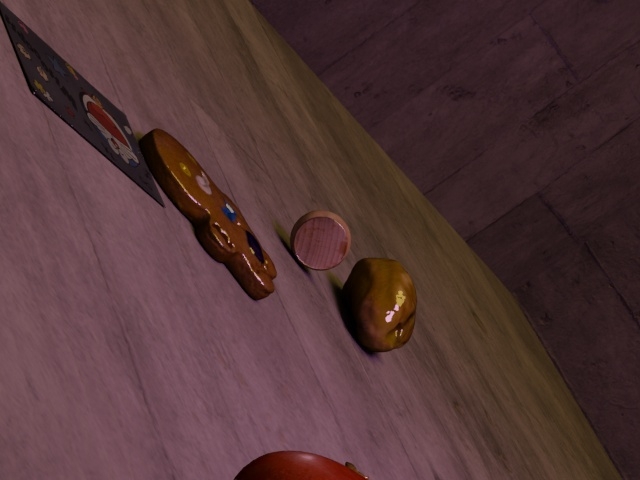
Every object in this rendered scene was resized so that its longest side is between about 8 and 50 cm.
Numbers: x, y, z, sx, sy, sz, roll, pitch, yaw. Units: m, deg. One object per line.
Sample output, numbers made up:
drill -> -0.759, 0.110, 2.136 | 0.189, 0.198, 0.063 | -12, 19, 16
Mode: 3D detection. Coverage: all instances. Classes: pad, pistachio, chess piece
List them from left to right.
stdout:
pad -> -0.258, -0.147, 1.926 | 0.245, 0.006, 0.170 | 45, 14, -47
chess piece -> 0.000, 0.000, 2.419 | 0.083, 0.084, 0.038 | 53, 4, -10
pistachio -> 0.088, 0.085, 2.491 | 0.100, 0.110, 0.189 | 19, 20, -12

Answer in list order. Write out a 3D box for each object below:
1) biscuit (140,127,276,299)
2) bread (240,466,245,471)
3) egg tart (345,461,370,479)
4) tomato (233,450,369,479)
biscuit -> -0.128, -0.035, 2.080 | 0.236, 0.039, 0.180 | 50, 11, -13
bread -> 0.005, 0.246, 1.485 | 0.152, 0.105, 0.077 | 50, 30, -21
egg tart -> 0.031, 0.278, 1.648 | 0.191, 0.074, 0.191 | 54, 11, -15
tomato -> 0.001, 0.243, 1.346 | 0.167, 0.167, 0.167 | 52, 10, -13
